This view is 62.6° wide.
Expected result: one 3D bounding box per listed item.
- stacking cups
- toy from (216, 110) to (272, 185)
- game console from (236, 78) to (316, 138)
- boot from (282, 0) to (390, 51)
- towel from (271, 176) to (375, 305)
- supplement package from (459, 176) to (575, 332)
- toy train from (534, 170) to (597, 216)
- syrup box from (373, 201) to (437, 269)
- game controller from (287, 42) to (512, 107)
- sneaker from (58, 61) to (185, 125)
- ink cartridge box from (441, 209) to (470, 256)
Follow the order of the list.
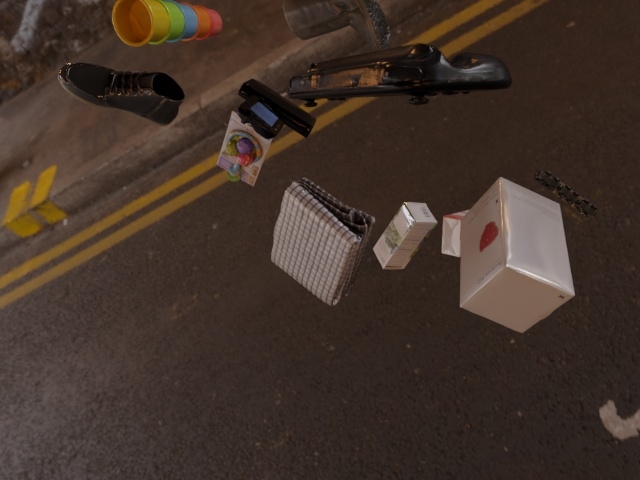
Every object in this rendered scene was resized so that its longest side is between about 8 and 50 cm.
[{"bbox_3d":[-0.304,-0.474,1.137,0.096,0.096,0.316,-13,16,25],"label":"stacking cups"},{"bbox_3d":[-0.238,-0.254,1.561,0.056,0.137,0.237,-60,2,-36],"label":"toy"},{"bbox_3d":[-0.119,-0.317,1.320,0.044,0.213,0.361,-56,9,22],"label":"game console"},{"bbox_3d":[0.035,-0.482,1.184,0.209,0.189,0.076,-7,37,36],"label":"boot"},{"bbox_3d":[0.000,0.000,1.322,0.235,0.283,0.121,38,49,21],"label":"towel"},{"bbox_3d":[0.447,0.030,1.234,0.177,0.175,0.293,122,167,-46],"label":"supplement package"},{"bbox_3d":[0.453,-0.085,0.972,0.027,0.158,0.036,-58,22,8],"label":"toy train"},{"bbox_3d":[0.280,-0.012,1.773,0.236,0.096,0.093,-62,39,40],"label":"syrup box"},{"bbox_3d":[0.083,-0.200,0.676,0.319,0.167,0.067,26,113,60],"label":"game controller"},{"bbox_3d":[-0.369,-0.298,0.992,0.118,0.222,0.083,-22,58,58],"label":"sneaker"},{"bbox_3d":[0.449,-0.028,1.585,0.198,0.115,0.067,-14,19,-42],"label":"ink cartridge box"}]
